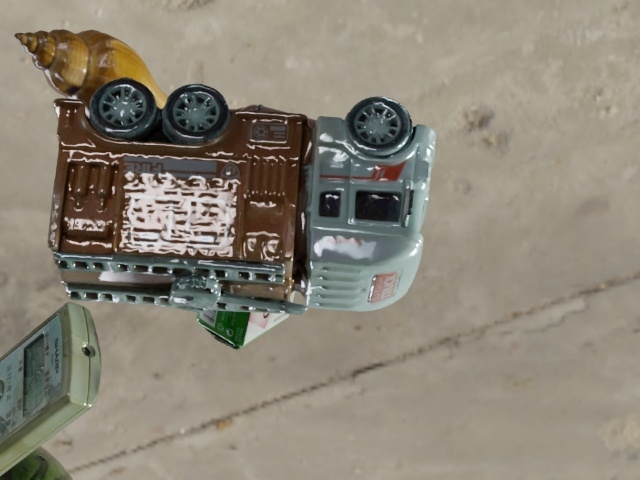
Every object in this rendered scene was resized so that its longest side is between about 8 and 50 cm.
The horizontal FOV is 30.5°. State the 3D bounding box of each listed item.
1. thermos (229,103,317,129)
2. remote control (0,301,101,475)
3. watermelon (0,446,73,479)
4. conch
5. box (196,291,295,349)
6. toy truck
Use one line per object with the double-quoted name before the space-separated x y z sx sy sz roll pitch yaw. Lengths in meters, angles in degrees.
"thermos" -0.041 -0.155 1.876 0.330 0.136 0.110 15 136 1
"remote control" -0.267 0.147 0.979 0.233 0.098 0.038 -36 136 28
"watermelon" -0.477 0.445 1.772 0.330 0.331 0.189 32 155 -27
"conch" -0.208 -0.145 1.312 0.109 0.093 0.330 -34 134 23
"box" -0.106 0.037 1.941 0.103 0.180 0.250 26 117 20
"toy truck" -0.062 -0.023 0.948 0.305 0.162 0.136 3 155 -2
